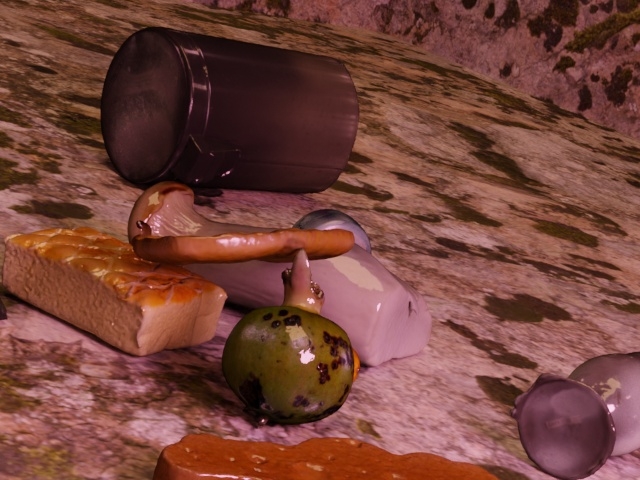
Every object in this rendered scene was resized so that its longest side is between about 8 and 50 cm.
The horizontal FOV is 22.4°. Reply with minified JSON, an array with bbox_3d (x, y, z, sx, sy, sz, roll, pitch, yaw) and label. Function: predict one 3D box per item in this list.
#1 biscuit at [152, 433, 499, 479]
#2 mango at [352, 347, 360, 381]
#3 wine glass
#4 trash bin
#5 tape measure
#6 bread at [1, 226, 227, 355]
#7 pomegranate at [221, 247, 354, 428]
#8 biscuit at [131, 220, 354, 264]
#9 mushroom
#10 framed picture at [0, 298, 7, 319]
[{"bbox_3d":[0.021,0.205,1.242,0.295,0.044,0.186,7,21,-27],"label":"biscuit"},{"bbox_3d":[0.000,0.113,1.552,0.089,0.046,0.060,22,16,41],"label":"mango"},{"bbox_3d":[0.273,0.160,1.554,0.103,0.103,0.222,23,16,27],"label":"wine glass"},{"bbox_3d":[-0.115,-0.165,2.169,0.301,0.203,0.252,3,37,-42],"label":"trash bin"},{"bbox_3d":[-0.004,-0.001,1.846,0.104,0.107,0.180,8,19,-11],"label":"tape measure"},{"bbox_3d":[-0.202,0.044,1.556,0.188,0.068,0.125,24,16,29],"label":"bread"},{"bbox_3d":[-0.024,0.089,1.419,0.122,0.161,0.122,10,-12,2],"label":"pomegranate"},{"bbox_3d":[-0.078,0.005,1.497,0.203,0.041,0.260,2,1,17],"label":"biscuit"},{"bbox_3d":[-0.048,0.038,1.694,0.328,0.122,0.159,20,-21,16],"label":"mushroom"},{"bbox_3d":[-0.464,-0.024,1.426,0.338,0.014,0.255,0,49,-44],"label":"framed picture"}]
